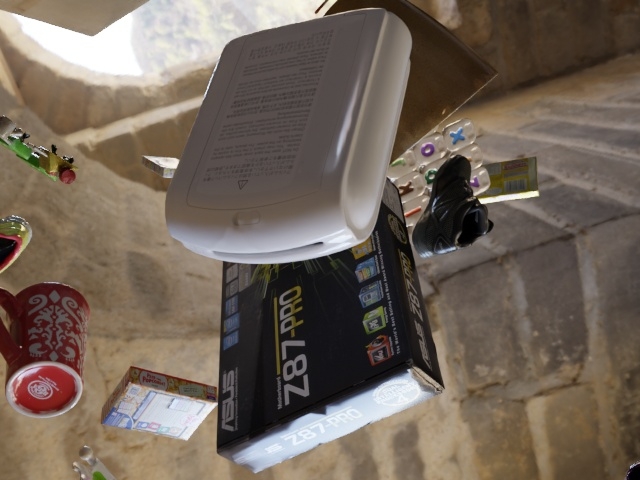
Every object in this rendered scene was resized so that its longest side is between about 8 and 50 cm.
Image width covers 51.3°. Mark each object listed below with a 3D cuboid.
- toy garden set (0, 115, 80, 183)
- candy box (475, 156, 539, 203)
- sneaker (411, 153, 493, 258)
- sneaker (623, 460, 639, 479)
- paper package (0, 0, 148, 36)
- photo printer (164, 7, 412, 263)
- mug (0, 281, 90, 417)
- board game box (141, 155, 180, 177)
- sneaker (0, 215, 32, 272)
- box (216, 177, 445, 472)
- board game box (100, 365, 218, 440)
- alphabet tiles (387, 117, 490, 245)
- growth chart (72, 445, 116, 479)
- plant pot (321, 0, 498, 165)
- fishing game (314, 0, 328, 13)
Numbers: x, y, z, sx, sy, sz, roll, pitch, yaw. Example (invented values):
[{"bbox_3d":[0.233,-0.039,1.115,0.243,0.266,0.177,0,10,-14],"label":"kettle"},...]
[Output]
[{"bbox_3d":[-0.542,-0.194,1.164,0.203,0.049,0.244,23,164,41],"label":"toy garden set"},{"bbox_3d":[0.395,-0.134,1.540,0.027,0.205,0.105,59,-147,-44],"label":"candy box"},{"bbox_3d":[0.256,-0.067,1.185,0.087,0.130,0.228,53,-132,-31],"label":"sneaker"},{"bbox_3d":[0.505,0.378,1.051,0.224,0.098,0.083,105,165,-51],"label":"sneaker"},{"bbox_3d":[-0.464,-0.569,1.294,0.309,0.324,0.168,-3,-104,-61],"label":"paper package"},{"bbox_3d":[-0.037,-0.115,0.780,0.107,0.255,0.308,49,-133,-48],"label":"photo printer"},{"bbox_3d":[-0.385,0.144,0.891,0.113,0.150,0.169,-66,29,21],"label":"mug"},{"bbox_3d":[-0.413,-0.201,1.830,0.154,0.103,0.026,28,112,49],"label":"board game box"},{"bbox_3d":[-0.568,0.039,1.086,0.081,0.208,0.094,54,169,-28],"label":"sneaker"},{"bbox_3d":[-0.005,0.101,1.000,0.097,0.318,0.395,41,-150,-37],"label":"box"},{"bbox_3d":[-0.332,0.341,1.380,0.193,0.147,0.045,22,-148,-29],"label":"board game box"},{"bbox_3d":[0.213,-0.129,1.397,0.284,0.277,0.021,66,174,-25],"label":"alphabet tiles"},{"bbox_3d":[-0.213,0.338,0.732,0.172,0.021,0.237,60,170,-28],"label":"growth chart"},{"bbox_3d":[0.117,-0.290,1.098,0.254,0.237,0.237,49,177,-2],"label":"plant pot"},{"bbox_3d":[0.086,-0.405,1.417,0.264,0.041,0.189,47,-139,-19],"label":"fishing game"}]
